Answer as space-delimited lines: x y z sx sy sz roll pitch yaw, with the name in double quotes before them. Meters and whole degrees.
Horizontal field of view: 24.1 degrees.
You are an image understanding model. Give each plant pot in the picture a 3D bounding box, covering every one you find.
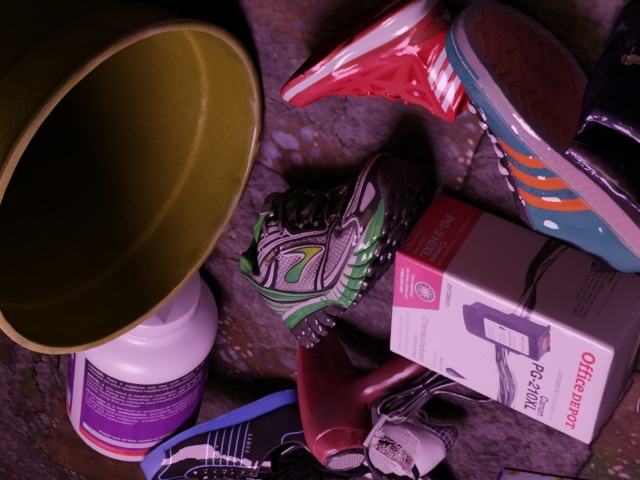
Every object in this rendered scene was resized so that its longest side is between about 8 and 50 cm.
"plant pot" -0.313 -0.129 1.550 0.353 0.366 0.366 33 148 28

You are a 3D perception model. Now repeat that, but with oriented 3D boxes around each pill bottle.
"pill bottle" -0.227 0.138 1.903 0.181 0.181 0.323 31 146 9

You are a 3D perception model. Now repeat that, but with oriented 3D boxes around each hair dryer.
"hair dryer" 0.072 0.168 1.712 0.293 0.223 0.080 29 175 38

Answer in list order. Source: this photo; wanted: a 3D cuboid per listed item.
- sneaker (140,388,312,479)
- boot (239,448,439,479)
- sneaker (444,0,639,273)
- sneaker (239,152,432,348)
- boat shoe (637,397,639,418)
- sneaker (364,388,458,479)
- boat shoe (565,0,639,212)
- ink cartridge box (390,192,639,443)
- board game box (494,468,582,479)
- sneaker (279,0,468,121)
"sneaker" -0.117 0.276 1.937 0.081 0.232 0.090 49 -164 -70
"boot" 0.061 0.380 1.978 0.348 0.131 0.260 -14 122 49
"sneaker" 0.197 -0.075 1.324 0.302 0.108 0.121 46 141 -16
"sneaker" 0.000 0.000 1.573 0.146 0.134 0.343 39 147 -2
"boat shoe" 0.350 0.144 1.512 0.046 0.038 0.125 31 146 9
"sneaker" 0.064 0.212 1.823 0.235 0.095 0.090 35 158 41
"boat shoe" 0.350 -0.044 1.176 0.340 0.158 0.127 32 146 8
"ink cartridge box" 0.198 0.079 1.516 0.237 0.100 0.172 24 145 19
"board game box" 0.295 0.425 1.809 0.144 0.142 0.275 2 133 41
"sneaker" 0.061 -0.142 1.390 0.128 0.087 0.221 47 146 -12
